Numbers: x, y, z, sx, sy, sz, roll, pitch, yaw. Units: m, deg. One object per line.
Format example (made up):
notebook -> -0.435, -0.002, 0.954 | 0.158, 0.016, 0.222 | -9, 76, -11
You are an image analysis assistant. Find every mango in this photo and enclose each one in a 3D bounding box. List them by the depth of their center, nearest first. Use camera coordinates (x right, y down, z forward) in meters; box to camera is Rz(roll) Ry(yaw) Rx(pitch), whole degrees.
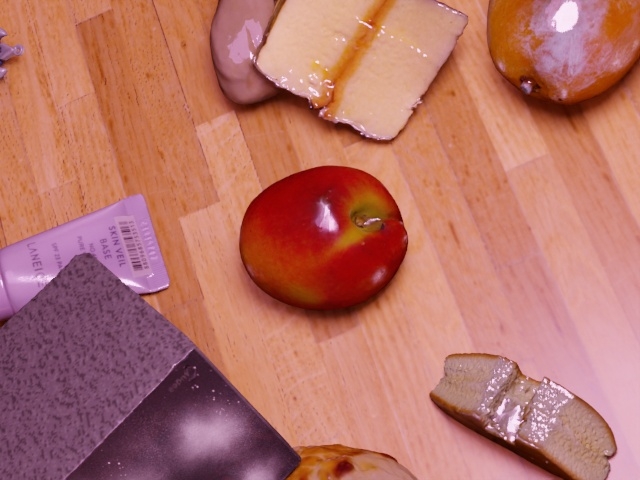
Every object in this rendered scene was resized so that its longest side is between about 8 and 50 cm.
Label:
mango -> 0.344, -0.343, 1.663 | 0.221, 0.199, 0.384 | 16, 62, 27

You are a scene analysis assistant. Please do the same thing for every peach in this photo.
peach -> 0.000, 0.000, 1.653 | 0.196, 0.226, 0.190 | -35, 97, -37

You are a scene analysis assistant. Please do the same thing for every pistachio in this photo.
pistachio -> -0.096, -0.293, 1.798 | 0.135, 0.136, 0.226 | -7, 63, 12

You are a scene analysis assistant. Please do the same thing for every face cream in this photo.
face cream -> -0.354, 0.039, 1.760 | 0.274, 0.096, 0.154 | -18, 62, -7

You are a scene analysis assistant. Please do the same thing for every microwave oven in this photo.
microwave oven -> -0.306, 0.277, 1.496 | 0.432, 0.236, 0.374 | -45, 38, -11

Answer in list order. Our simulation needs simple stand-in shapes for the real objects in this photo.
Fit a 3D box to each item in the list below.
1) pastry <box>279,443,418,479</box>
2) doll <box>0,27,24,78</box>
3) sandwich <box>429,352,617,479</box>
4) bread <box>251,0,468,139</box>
pastry -> 0.005, 0.342, 1.495 | 0.256, 0.170, 0.237 | -40, 67, -8
doll -> -0.531, -0.276, 1.933 | 0.195, 0.070, 0.096 | -3, 84, 21
sandwich -> 0.239, 0.204, 1.529 | 0.244, 0.088, 0.090 | 26, 74, 23
bread -> 0.049, -0.251, 1.690 | 0.240, 0.135, 0.178 | 25, 75, -9
